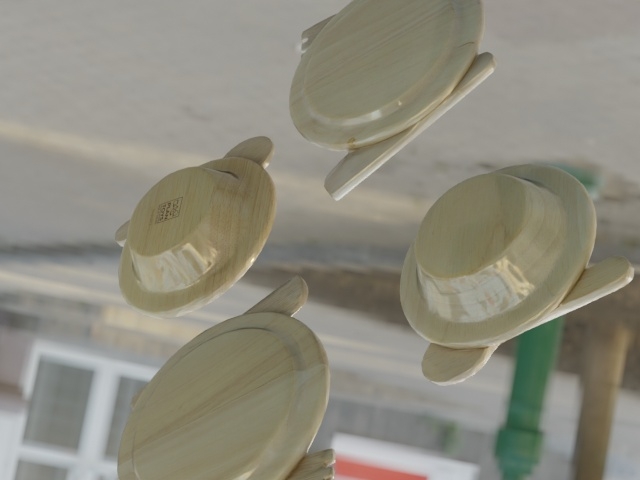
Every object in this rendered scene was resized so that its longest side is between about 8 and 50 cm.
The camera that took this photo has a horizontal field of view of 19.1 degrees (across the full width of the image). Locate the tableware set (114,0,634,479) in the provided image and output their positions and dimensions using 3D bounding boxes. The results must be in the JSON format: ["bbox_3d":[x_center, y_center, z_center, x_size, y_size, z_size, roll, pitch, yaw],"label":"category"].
[{"bbox_3d":[0.000,0.000,0.510,0.141,0.169,0.020,-33,129,14],"label":"tableware set"}]
